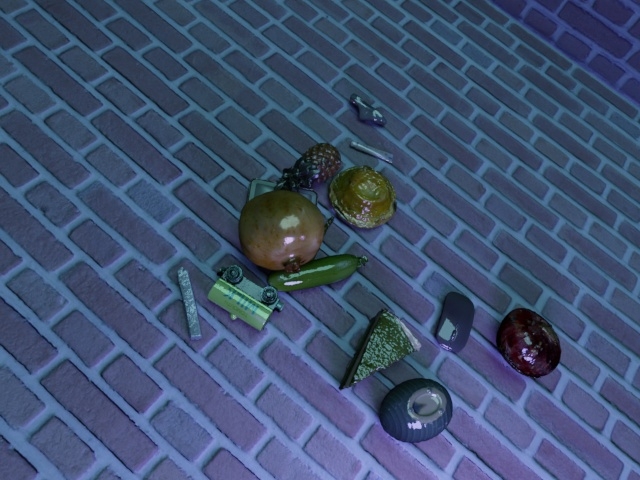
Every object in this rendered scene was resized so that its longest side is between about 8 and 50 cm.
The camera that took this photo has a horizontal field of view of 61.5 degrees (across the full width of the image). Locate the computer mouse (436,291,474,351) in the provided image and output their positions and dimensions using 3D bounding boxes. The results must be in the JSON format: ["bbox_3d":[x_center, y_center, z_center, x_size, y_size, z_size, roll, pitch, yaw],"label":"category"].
[{"bbox_3d":[0.489,0.288,1.944,0.120,0.057,0.232,26,58,0],"label":"computer mouse"}]

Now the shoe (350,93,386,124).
[{"bbox_3d":[0.194,-0.550,2.323,0.195,0.079,0.078,42,95,0],"label":"shoe"}]

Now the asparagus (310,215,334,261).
[{"bbox_3d":[0.000,0.000,1.985,0.024,0.025,0.249,16,57,14],"label":"asparagus"}]

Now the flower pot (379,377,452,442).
[{"bbox_3d":[0.305,0.536,1.701,0.243,0.157,0.189,-15,65,-24],"label":"flower pot"}]

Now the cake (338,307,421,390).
[{"bbox_3d":[0.196,0.396,1.747,0.172,0.158,0.284,31,60,1],"label":"cake"}]

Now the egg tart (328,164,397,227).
[{"bbox_3d":[0.174,-0.184,2.081,0.294,0.116,0.295,7,61,-14],"label":"egg tart"}]

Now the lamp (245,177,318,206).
[{"bbox_3d":[-0.147,-0.093,1.982,0.266,0.047,0.269,11,60,-9],"label":"lamp"}]

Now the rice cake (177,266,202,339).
[{"bbox_3d":[-0.426,0.204,1.744,0.042,0.045,0.245,-11,66,-18],"label":"rice cake"}]

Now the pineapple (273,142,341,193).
[{"bbox_3d":[-0.057,-0.256,2.021,0.170,0.141,0.310,8,35,38],"label":"pineapple"}]

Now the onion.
[{"bbox_3d":[0.731,0.364,1.893,0.246,0.190,0.246,21,42,-21],"label":"onion"}]

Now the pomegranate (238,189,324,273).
[{"bbox_3d":[-0.130,-0.040,1.784,0.307,0.307,0.307,7,61,-12],"label":"pomegranate"}]

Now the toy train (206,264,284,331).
[{"bbox_3d":[-0.250,0.193,1.774,0.253,0.105,0.157,30,72,4],"label":"toy train"}]

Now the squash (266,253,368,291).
[{"bbox_3d":[-0.004,0.111,1.880,0.378,0.101,0.101,-12,66,-22],"label":"squash"}]

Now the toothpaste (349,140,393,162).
[{"bbox_3d":[0.214,-0.374,2.247,0.190,0.031,0.048,19,56,-8],"label":"toothpaste"}]
